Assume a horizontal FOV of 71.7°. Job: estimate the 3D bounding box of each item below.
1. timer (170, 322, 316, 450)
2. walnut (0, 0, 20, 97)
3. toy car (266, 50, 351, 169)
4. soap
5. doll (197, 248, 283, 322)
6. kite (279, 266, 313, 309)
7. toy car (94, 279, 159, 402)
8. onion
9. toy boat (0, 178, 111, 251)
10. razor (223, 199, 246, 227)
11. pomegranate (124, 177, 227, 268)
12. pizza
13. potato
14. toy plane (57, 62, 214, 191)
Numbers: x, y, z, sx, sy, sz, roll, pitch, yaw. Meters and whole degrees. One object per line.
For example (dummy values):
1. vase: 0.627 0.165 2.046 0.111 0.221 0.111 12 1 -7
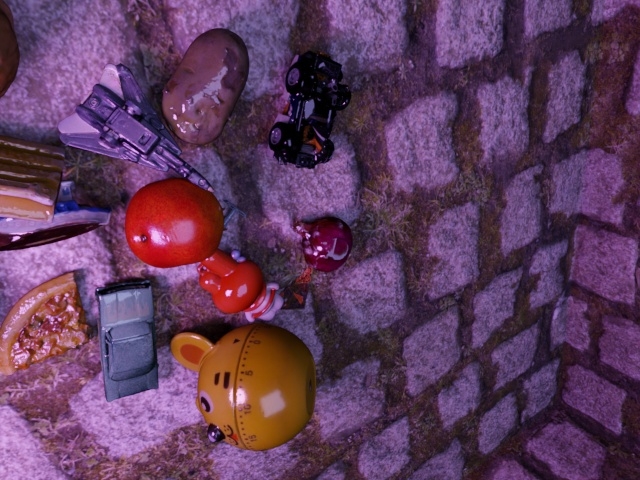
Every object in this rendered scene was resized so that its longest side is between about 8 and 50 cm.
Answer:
1. timer: -0.212 0.406 1.241 0.387 0.376 0.375 -2 117 12
2. walnut: -0.640 -0.302 0.665 0.333 0.333 0.332 -13 115 -29
3. toy car: -0.029 -0.337 1.166 0.193 0.118 0.301 5 106 -43
4. soap: -0.630 -0.129 0.808 0.274 0.173 0.089 9 129 -29
5. doll: -0.228 0.123 1.218 0.290 0.130 0.161 39 88 -32
6. kite: -0.078 0.183 1.413 0.222 0.008 0.125 -40 126 -13
7. toy car: -0.481 0.259 1.124 0.142 0.097 0.320 -8 113 -31
8. onion: 0.008 0.004 1.317 0.198 0.135 0.173 27 90 -36
9. toy boat: -0.586 -0.058 0.930 0.262 0.114 0.115 -18 81 -26
10. razor: -0.266 -0.038 1.188 0.068 0.040 0.135 36 94 -37
11. pomegranate: -0.328 -0.043 1.042 0.257 0.221 0.220 -12 120 -65
12. pizza: -0.625 0.208 1.034 0.292 0.058 0.197 -52 128 -4
13. potato: -0.251 -0.340 0.988 0.165 0.165 0.262 30 89 -38
14. toy plane: -0.358 -0.200 0.928 0.316 0.103 0.204 37 86 -7
